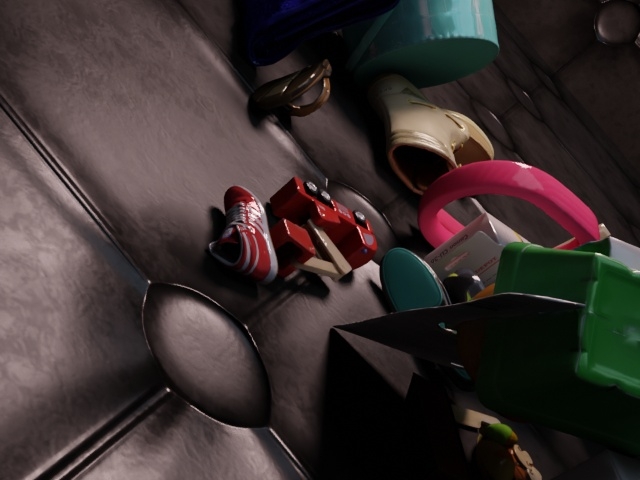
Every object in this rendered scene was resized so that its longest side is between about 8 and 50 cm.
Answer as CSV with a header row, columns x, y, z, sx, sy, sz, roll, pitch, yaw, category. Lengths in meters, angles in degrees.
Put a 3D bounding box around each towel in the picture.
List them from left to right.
x,y,z,sx,sy,sz,roll,pitch,yaw,category
-0.014,-0.383,1.508,0.308,0.228,0.076,-98,162,-53,towel

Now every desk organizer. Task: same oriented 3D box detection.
x,y,z,sx,sy,sz,roll,pitch,yaw,category
0.109,0.201,1.070,0.050,0.047,0.130,32,29,-31,desk organizer

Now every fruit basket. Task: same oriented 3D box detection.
x,y,z,sx,sy,sz,roll,pitch,yaw,category
0.225,0.103,1.019,0.327,0.165,0.353,19,-11,-18,fruit basket

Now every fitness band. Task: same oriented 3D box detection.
x,y,z,sx,sy,sz,roll,pitch,yaw,category
0.263,-0.020,1.478,0.291,0.209,0.054,31,55,-39,fitness band

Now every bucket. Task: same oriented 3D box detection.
x,y,z,sx,sy,sz,roll,pitch,yaw,category
0.153,-0.365,1.706,0.281,0.281,0.183,7,71,-58,bucket

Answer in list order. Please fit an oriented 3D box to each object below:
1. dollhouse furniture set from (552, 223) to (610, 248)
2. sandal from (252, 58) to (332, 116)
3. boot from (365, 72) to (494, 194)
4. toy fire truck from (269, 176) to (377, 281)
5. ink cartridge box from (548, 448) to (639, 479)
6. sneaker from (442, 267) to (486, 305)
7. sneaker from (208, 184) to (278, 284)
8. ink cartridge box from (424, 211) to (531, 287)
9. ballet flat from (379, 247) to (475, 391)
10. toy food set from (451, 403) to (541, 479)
x,y,z,sx,sy,sz,roll,pitch,yaw,category
0.453,0.069,1.767,0.123,0.144,0.151,60,-11,21,dollhouse furniture set
-0.026,-0.197,1.416,0.219,0.090,0.060,-57,127,-73,sandal
0.190,-0.136,1.665,0.262,0.095,0.203,33,28,-30,boot
0.000,0.000,1.179,0.192,0.047,0.135,30,31,-41,toy fire truck
0.235,0.281,0.987,0.140,0.191,0.082,25,36,-45,ink cartridge box
0.260,0.104,1.359,0.300,0.121,0.111,38,19,-46,sneaker
-0.085,-0.014,1.054,0.067,0.042,0.118,25,36,-51,sneaker
0.226,0.037,1.440,0.198,0.115,0.067,31,30,-38,ink cartridge box
0.136,0.099,1.261,0.074,0.074,0.203,12,37,-55,ballet flat
0.221,0.263,1.184,0.132,0.038,0.192,22,36,-48,toy food set
